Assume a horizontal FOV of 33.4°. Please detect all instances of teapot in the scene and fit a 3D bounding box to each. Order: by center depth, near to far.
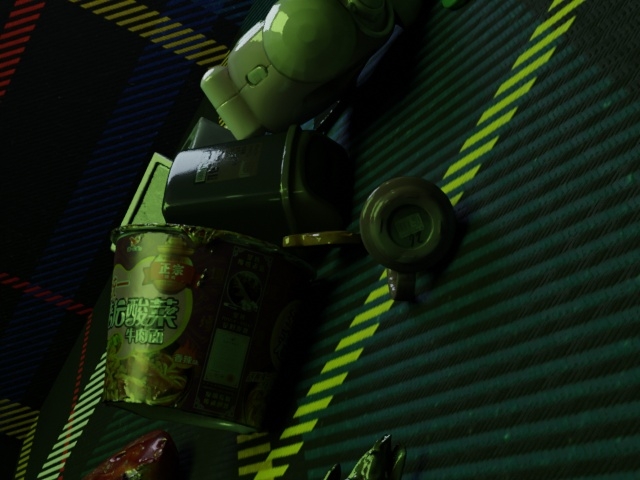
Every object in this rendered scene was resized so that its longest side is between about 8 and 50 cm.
[{"bbox_3d":[0.109,-0.010,1.331,0.116,0.148,0.146,-28,7,0],"label":"teapot"}]

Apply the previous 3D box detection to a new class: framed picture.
[{"bbox_3d":[-0.276,-0.015,2.215,0.240,0.324,0.020,-63,-27,7],"label":"framed picture"}]

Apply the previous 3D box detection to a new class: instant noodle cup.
[{"bbox_3d":[-0.191,0.145,1.645,0.340,0.340,0.265,153,130,-64],"label":"instant noodle cup"}]

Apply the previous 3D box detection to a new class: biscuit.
[{"bbox_3d":[0.000,-0.002,1.588,0.140,0.118,0.023,172,97,-68],"label":"biscuit"}]

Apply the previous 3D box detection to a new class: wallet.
[{"bbox_3d":[0.030,-0.315,2.077,0.124,0.025,0.244,-52,21,37],"label":"wallet"}]

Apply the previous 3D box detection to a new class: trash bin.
[{"bbox_3d":[-0.100,-0.072,1.764,0.209,0.291,0.182,-84,-17,-46],"label":"trash bin"}]

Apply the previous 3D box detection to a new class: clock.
[{"bbox_3d":[-0.006,-0.331,1.794,0.342,0.184,0.326,-45,5,-40],"label":"clock"}]

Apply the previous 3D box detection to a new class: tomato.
[{"bbox_3d":[-0.345,0.464,1.942,0.233,0.139,0.200,-35,12,-25],"label":"tomato"}]

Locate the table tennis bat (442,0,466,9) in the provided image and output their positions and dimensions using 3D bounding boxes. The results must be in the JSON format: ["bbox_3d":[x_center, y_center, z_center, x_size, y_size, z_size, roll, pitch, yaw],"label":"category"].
[{"bbox_3d":[0.249,-0.475,1.633,0.160,0.039,0.257,-132,62,-72],"label":"table tennis bat"}]

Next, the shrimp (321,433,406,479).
[{"bbox_3d":[-0.002,0.356,1.182,0.247,0.085,0.360,-98,32,-72],"label":"shrimp"}]

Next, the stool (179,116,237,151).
[{"bbox_3d":[-0.272,-0.094,2.439,0.269,0.170,0.243,-46,25,48],"label":"stool"}]
